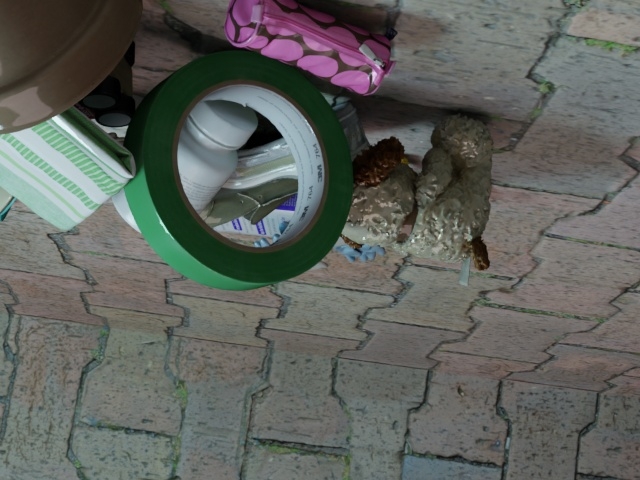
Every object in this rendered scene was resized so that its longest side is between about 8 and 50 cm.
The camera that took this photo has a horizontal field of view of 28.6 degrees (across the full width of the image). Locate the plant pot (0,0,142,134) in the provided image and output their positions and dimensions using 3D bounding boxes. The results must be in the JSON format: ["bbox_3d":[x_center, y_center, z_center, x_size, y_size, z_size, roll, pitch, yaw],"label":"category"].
[{"bbox_3d":[-0.359,-0.287,1.368,0.263,0.263,0.229,-2,143,28],"label":"plant pot"}]

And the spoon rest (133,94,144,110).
[{"bbox_3d":[-0.283,-0.138,2.017,0.084,0.137,0.276,-10,152,-6],"label":"spoon rest"}]

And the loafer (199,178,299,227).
[{"bbox_3d":[-0.106,-0.078,2.022,0.251,0.087,0.094,-14,-152,-7],"label":"loafer"}]

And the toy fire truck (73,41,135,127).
[{"bbox_3d":[-0.388,-0.247,1.670,0.246,0.159,0.217,-7,162,9],"label":"toy fire truck"}]

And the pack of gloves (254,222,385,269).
[{"bbox_3d":[0.000,0.000,2.148,0.195,0.046,0.232,-9,165,13],"label":"pack of gloves"}]

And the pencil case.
[{"bbox_3d":[-0.011,-0.250,1.554,0.209,0.095,0.098,15,-167,-28],"label":"pencil case"}]

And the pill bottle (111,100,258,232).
[{"bbox_3d":[-0.197,-0.119,1.856,0.131,0.131,0.229,19,124,-36],"label":"pill bottle"}]

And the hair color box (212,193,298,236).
[{"bbox_3d":[-0.081,-0.075,2.151,0.338,0.110,0.185,5,166,2],"label":"hair color box"}]

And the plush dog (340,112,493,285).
[{"bbox_3d":[0.127,-0.044,1.839,0.225,0.211,0.262,6,137,-13],"label":"plush dog"}]

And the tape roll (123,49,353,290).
[{"bbox_3d":[-0.108,-0.094,1.708,0.321,0.321,0.077,16,163,-28],"label":"tape roll"}]

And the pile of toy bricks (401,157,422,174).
[{"bbox_3d":[0.204,-0.081,2.052,0.105,0.118,0.212,-39,131,23],"label":"pile of toy bricks"}]

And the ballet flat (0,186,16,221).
[{"bbox_3d":[-0.627,-0.086,2.411,0.086,0.086,0.248,13,164,-19],"label":"ballet flat"}]

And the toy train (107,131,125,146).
[{"bbox_3d":[-0.398,-0.167,1.881,0.248,0.105,0.143,18,-175,-46],"label":"toy train"}]

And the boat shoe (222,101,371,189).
[{"bbox_3d":[-0.072,-0.149,1.922,0.320,0.118,0.103,-1,118,34],"label":"boat shoe"}]

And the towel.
[{"bbox_3d":[-0.385,-0.122,1.666,0.248,0.038,0.325,38,152,-15],"label":"towel"}]
